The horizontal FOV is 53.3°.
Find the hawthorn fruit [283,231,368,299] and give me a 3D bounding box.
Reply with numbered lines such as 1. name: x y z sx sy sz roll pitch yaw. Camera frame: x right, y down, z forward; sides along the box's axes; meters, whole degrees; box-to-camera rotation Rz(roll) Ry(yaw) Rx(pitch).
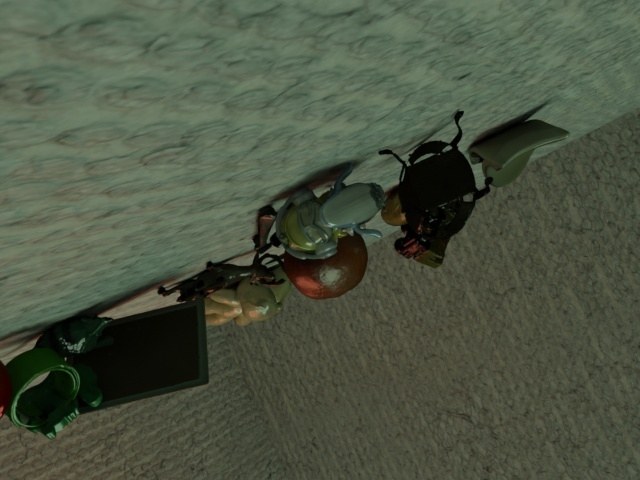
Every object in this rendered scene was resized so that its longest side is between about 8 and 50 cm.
1. hawthorn fruit: -0.001 0.037 1.459 0.199 0.199 0.251 -27 162 13

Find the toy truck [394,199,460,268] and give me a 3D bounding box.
1. toy truck: 0.297 -0.062 1.645 0.127 0.127 0.257 -42 -157 58

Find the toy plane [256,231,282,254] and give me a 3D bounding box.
1. toy plane: -0.056 -0.022 1.161 0.145 0.037 0.060 -46 -179 -43

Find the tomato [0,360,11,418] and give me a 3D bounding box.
1. tomato: -0.588 0.253 1.000 0.195 0.136 0.195 -24 175 -2

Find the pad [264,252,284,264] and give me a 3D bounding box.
1. pad: 0.000 0.000 1.974 0.220 0.004 0.330 -29 173 38

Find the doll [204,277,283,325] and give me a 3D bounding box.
1. doll: -0.266 0.191 1.990 0.278 0.149 0.175 -13 169 20

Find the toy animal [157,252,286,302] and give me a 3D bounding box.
1. toy animal: -0.224 0.084 1.468 0.243 0.087 0.260 -13 176 18

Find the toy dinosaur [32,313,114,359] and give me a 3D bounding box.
1. toy dinosaur: -0.512 0.209 1.270 0.292 0.079 0.120 -31 167 32

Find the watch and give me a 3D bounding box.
1. watch: -0.500 0.260 1.160 0.165 0.131 0.152 -41 141 -29

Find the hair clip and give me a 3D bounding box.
1. hair clip: 0.431 -0.207 1.470 0.172 0.113 0.282 -26 169 -3

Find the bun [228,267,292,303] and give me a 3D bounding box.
1. bun: -0.209 0.197 2.176 0.287 0.146 0.287 -25 172 -4

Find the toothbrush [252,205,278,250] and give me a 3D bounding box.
1. toothbrush: -0.105 -0.019 1.172 0.030 0.030 0.297 -21 173 -12

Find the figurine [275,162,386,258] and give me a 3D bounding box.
1. figurine: 0.020 -0.040 1.039 0.184 0.128 0.208 -24 179 6

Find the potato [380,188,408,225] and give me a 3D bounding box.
1. potato: 0.206 -0.088 1.602 0.107 0.080 0.170 -67 -166 -6

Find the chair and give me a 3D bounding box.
1. chair: 0.191 -0.095 1.080 0.149 0.174 0.213 -22 164 4

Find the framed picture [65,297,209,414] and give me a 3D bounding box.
1. framed picture: -0.372 0.236 1.290 0.296 0.232 0.019 -13 132 -1
